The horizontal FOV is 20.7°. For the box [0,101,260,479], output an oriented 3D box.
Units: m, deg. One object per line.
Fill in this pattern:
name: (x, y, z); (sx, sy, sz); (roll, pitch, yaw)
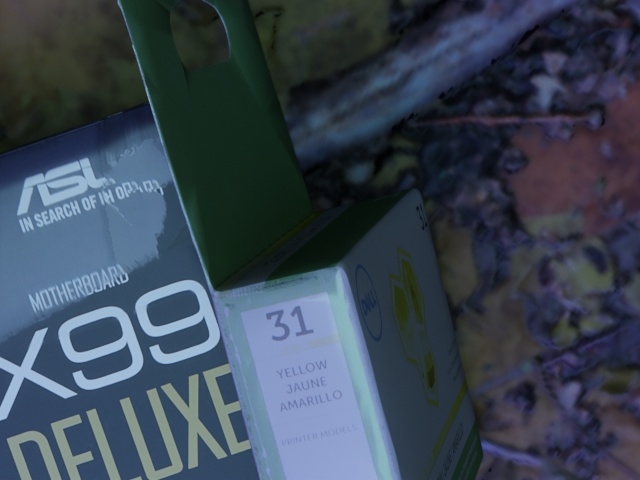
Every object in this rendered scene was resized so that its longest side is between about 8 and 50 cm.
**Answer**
box: (-0.158, 0.101, 0.701); (0.307, 0.076, 0.243); (-18, 96, -1)

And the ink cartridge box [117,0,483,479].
ink cartridge box: (0.000, 0.000, 0.651); (0.056, 0.171, 0.235); (-12, 97, 14)
